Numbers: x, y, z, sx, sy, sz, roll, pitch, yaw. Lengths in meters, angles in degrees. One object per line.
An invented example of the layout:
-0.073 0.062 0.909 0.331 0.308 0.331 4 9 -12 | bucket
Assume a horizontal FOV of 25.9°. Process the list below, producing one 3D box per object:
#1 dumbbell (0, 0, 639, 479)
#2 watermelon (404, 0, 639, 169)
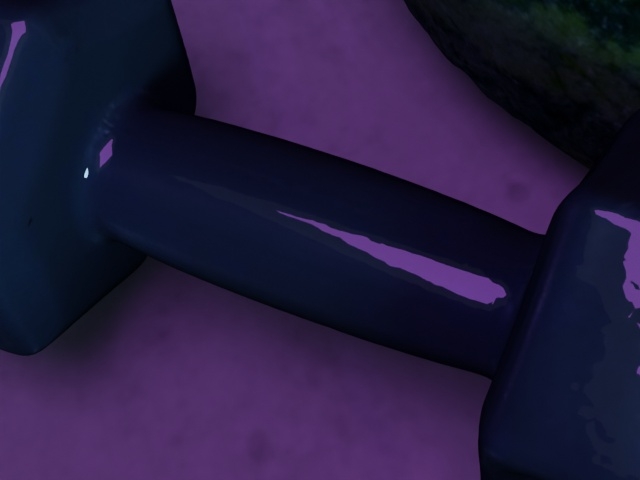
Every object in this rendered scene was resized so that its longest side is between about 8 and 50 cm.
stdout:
0.001 0.000 0.475 0.316 0.143 0.156 20 33 18 | dumbbell
0.155 -0.130 0.507 0.283 0.292 0.250 20 112 34 | watermelon
